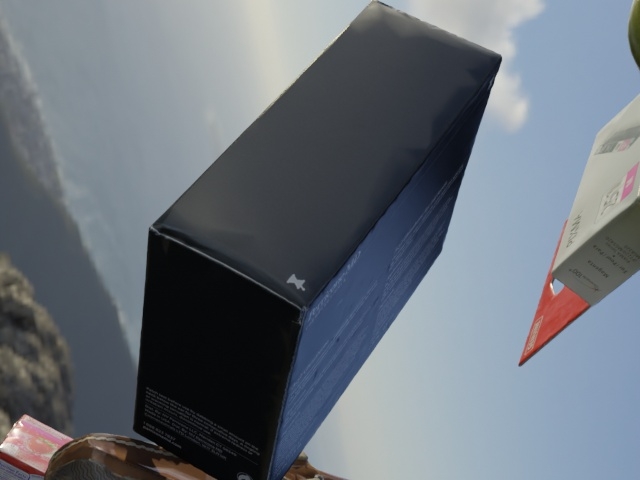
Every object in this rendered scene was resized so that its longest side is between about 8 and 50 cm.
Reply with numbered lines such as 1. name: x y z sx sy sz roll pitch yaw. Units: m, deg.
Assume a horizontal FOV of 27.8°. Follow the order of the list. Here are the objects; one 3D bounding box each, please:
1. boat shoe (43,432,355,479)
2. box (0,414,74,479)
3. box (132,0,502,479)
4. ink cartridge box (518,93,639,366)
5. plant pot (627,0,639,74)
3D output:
1. boat shoe: -0.061 0.187 0.884 0.324 0.123 0.116 36 38 -44
2. box: -0.282 0.334 1.543 0.128 0.256 0.122 -61 -176 13
3. box: 0.000 0.000 0.798 0.261 0.103 0.184 -50 164 -42
4. ink cartridge box: 0.285 -0.029 1.330 0.060 0.239 0.275 38 40 -7
5. plant pot: 0.400 -0.070 0.970 0.353 0.366 0.366 52 15 -35
